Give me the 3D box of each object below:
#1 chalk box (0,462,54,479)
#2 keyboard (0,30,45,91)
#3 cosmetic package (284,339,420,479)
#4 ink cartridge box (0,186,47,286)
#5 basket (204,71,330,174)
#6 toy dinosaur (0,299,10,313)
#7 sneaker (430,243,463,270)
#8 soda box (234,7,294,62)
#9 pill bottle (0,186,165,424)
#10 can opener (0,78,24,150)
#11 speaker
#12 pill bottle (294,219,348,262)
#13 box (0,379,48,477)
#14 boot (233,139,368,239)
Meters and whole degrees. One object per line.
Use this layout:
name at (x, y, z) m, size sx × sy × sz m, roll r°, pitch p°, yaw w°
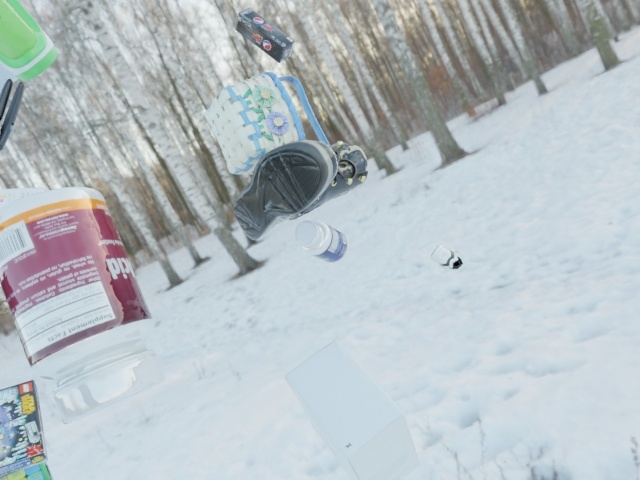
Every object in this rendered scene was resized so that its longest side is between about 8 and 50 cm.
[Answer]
chalk box at (-0.807, 0.670, 1.553) m, size 0.180 × 0.288 × 0.179 m, roll -22°, pitch 39°, yaw -28°
keyboard at (-0.827, -0.479, 1.592) m, size 0.256 × 0.072 × 0.014 m, roll -22°, pitch -15°, yaw 25°
cosmetic package at (0.067, 0.362, 1.175) m, size 0.138 × 0.224 × 0.224 m, roll -35°, pitch 46°, yaw -13°
ink cartridge box at (-0.802, 0.000, 1.337) m, size 0.354 × 0.207 × 0.119 m, roll -4°, pitch -19°, yaw -7°
basket at (-0.116, -0.284, 1.457) m, size 0.289 × 0.254 × 0.201 m, roll -21°, pitch -8°, yaw -45°
toy dinosaur at (-0.938, 0.182, 1.615) m, size 0.212 × 0.064 × 0.112 m, roll 15°, pitch -12°, yaw -25°
sneaker at (0.221, 0.036, 0.983) m, size 0.040 × 0.044 × 0.109 m, roll -60°, pitch -28°, yaw 10°
soda box at (-0.157, -0.576, 1.639) m, size 0.053 × 0.169 × 0.060 m, roll -46°, pitch -9°, yaw -35°
pill bottle at (-0.449, 0.119, 1.089) m, size 0.224 × 0.392 × 0.224 m, roll -23°, pitch -7°, yaw -3°
can opener at (-0.707, -0.282, 1.307) m, size 0.073 × 0.059 × 0.186 m, roll -33°, pitch 40°, yaw 54°
speaker at (-0.739, -0.508, 1.308) m, size 0.131 × 0.296 × 0.131 m, roll -21°, pitch 41°, yaw 19°
pill bottle at (0.000, 0.000, 1.570) m, size 0.094 × 0.094 × 0.169 m, roll -23°, pitch -23°, yaw 21°
box at (-0.459, 0.276, 0.853) m, size 0.094 × 0.027 × 0.137 m, roll -15°, pitch 44°, yaw -23°
boot at (-0.009, -0.144, 1.285) m, size 0.284 × 0.138 × 0.377 m, roll -29°, pitch -6°, yaw -35°
